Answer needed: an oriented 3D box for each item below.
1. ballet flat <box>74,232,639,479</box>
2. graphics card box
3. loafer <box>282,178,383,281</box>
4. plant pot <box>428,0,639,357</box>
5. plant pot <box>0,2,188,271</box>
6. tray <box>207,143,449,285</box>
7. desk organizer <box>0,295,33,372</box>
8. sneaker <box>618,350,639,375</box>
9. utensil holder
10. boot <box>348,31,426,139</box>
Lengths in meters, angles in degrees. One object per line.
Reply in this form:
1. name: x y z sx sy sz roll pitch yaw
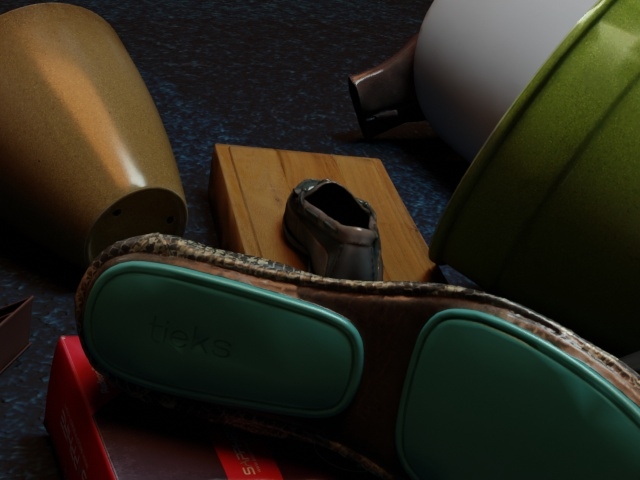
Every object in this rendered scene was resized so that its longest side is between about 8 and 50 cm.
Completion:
1. ballet flat: 0.060 0.096 1.179 0.483 0.164 0.182 17 10 17
2. graphics card box: -0.015 0.163 1.282 0.371 0.094 0.233 2 24 -21
3. loafer: 0.022 -0.017 1.569 0.096 0.084 0.267 5 22 -11
4. plant pot: 0.354 -0.018 1.561 0.353 0.366 0.366 39 29 12
5. plant pot: -0.248 -0.082 1.673 0.237 0.237 0.254 -8 40 -37
6. tray: 0.000 0.000 1.736 0.203 0.076 0.411 4 22 -11
7. desk organizer: -0.298 0.088 1.415 0.047 0.050 0.130 13 21 10
8. sneaker: 0.313 0.124 1.358 0.286 0.109 0.130 -24 -5 -1
9. utensil holder: 0.326 -0.182 1.997 0.328 0.327 0.385 -1 21 -24
10. boot: 0.146 -0.195 2.230 0.207 0.248 0.090 -29 54 -5
